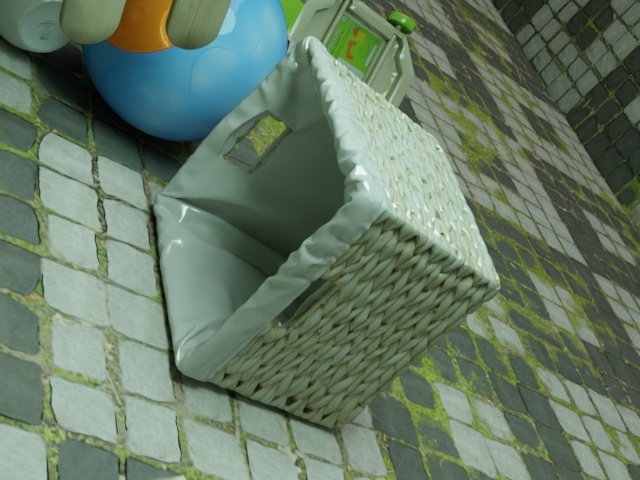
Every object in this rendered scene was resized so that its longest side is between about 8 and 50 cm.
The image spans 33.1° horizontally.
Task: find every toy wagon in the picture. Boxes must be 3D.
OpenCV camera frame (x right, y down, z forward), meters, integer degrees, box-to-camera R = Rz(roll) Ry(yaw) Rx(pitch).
[{"bbox_3d":[0.019,-0.356,2.009,0.344,0.267,0.068,31,-9,-24],"label":"toy wagon"}]

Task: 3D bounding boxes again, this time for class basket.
[{"bbox_3d":[0.000,0.000,1.326,0.266,0.328,0.331,30,28,-33],"label":"basket"}]

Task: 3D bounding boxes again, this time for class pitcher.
[{"bbox_3d":[-0.391,-0.355,1.504,0.177,0.125,0.207,-8,47,-35],"label":"pitcher"}]

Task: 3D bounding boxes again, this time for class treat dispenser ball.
[{"bbox_3d":[-0.190,-0.283,1.519,0.288,0.288,0.288,35,26,-20],"label":"treat dispenser ball"}]

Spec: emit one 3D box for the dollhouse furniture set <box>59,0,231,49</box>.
[{"bbox_3d":[-0.347,-0.365,1.303,0.394,0.256,0.362,-3,49,-31],"label":"dollhouse furniture set"}]

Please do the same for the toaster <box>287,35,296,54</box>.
[{"bbox_3d":[-0.126,-0.283,1.783,0.129,0.146,0.227,37,26,-14],"label":"toaster"}]
